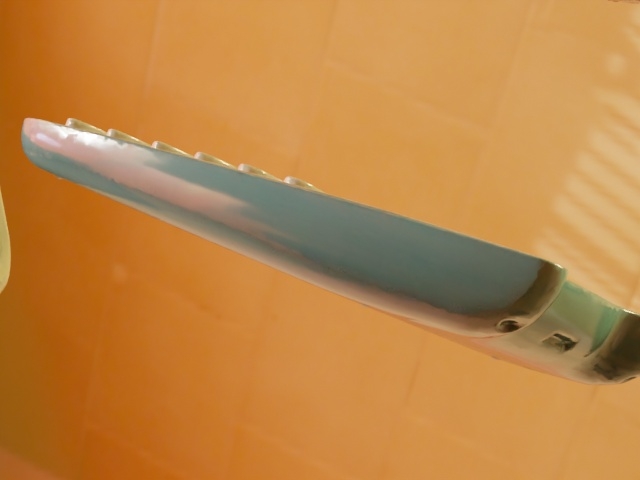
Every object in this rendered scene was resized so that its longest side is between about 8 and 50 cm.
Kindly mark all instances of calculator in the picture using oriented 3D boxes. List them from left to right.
[{"bbox_3d":[0.000,0.000,1.104,0.386,0.054,0.256,21,178,33],"label":"calculator"}]

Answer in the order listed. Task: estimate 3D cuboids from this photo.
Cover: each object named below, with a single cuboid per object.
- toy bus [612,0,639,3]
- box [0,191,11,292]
[{"bbox_3d":[0.208,-0.177,0.880,0.142,0.142,0.202,-5,-174,-19],"label":"toy bus"},{"bbox_3d":[-0.421,0.025,1.288,0.343,0.177,0.352,-5,-160,8],"label":"box"}]
